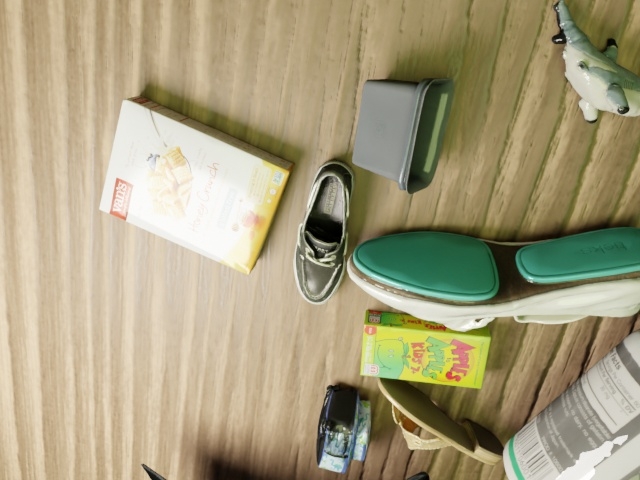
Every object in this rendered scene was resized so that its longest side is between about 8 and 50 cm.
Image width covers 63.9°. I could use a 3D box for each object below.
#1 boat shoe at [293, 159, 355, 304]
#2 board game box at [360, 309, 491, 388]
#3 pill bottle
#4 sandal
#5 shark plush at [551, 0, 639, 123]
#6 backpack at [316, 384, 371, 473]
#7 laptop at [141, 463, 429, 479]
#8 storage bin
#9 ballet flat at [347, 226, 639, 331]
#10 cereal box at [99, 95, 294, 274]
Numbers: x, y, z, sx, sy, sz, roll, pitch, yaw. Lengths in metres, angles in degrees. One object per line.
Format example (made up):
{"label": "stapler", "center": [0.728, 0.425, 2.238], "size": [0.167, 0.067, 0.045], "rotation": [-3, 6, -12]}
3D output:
{"label": "boat shoe", "center": [0.000, 0.000, 0.713], "size": [0.077, 0.070, 0.219], "rotation": [9, 114, 5]}
{"label": "board game box", "center": [0.154, 0.164, 0.773], "size": [0.181, 0.043, 0.092], "rotation": [5, 113, 7]}
{"label": "pill bottle", "center": [0.438, 0.249, 0.677], "size": [0.204, 0.204, 0.361], "rotation": [34, 114, -6]}
{"label": "sandal", "center": [0.172, 0.305, 0.806], "size": [0.240, 0.088, 0.079], "rotation": [30, 108, -10]}
{"label": "shark plush", "center": [0.322, -0.208, 0.603], "size": [0.067, 0.073, 0.161], "rotation": [-38, 82, 1]}
{"label": "backpack", "center": [0.036, 0.308, 0.819], "size": [0.084, 0.105, 0.114], "rotation": [13, 114, 2]}
{"label": "laptop", "center": [-0.039, 0.502, 0.907], "size": [0.407, 0.236, 0.382], "rotation": [-20, 129, -13]}
{"label": "storage bin", "center": [0.099, -0.140, 0.636], "size": [0.091, 0.098, 0.135], "rotation": [23, 118, 29]}
{"label": "ballet flat", "center": [0.238, 0.065, 0.684], "size": [0.400, 0.139, 0.139], "rotation": [-3, 112, 9]}
{"label": "cereal box", "center": [-0.177, -0.075, 0.722], "size": [0.240, 0.047, 0.173], "rotation": [23, 114, -1]}
